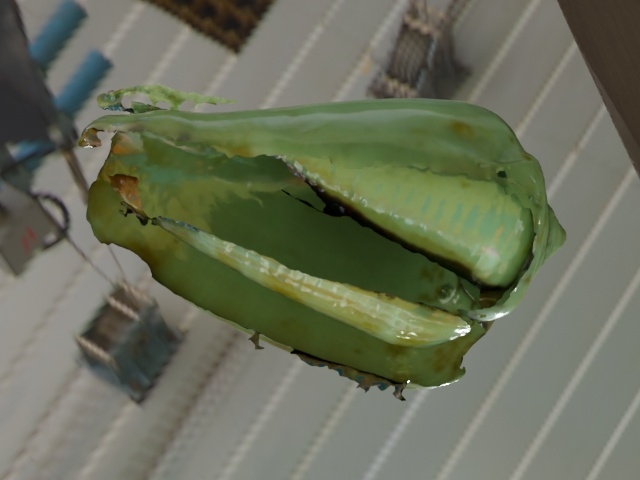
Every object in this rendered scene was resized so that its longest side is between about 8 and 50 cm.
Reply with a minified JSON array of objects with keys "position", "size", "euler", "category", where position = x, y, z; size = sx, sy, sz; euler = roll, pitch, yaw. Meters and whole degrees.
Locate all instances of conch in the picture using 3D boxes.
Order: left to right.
[{"position":[0.000,0.000,0.679],"size":[0.170,0.079,0.106],"euler":[7,-109,-5],"category":"conch"}]

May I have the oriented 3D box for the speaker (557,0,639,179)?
[{"position":[0.250,-0.128,1.092],"size":[0.192,0.231,0.153],"euler":[14,-128,46],"category":"speaker"}]
